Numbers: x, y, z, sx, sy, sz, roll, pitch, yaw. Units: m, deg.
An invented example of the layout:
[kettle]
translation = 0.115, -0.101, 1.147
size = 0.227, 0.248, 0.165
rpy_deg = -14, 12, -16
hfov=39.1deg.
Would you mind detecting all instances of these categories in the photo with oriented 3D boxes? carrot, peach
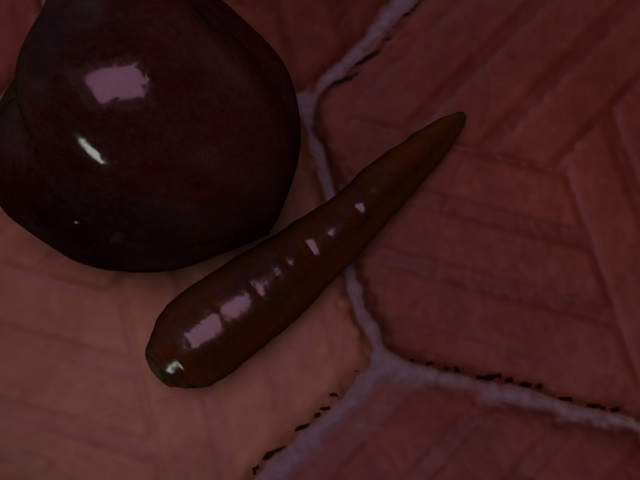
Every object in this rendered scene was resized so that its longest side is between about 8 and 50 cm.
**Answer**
[carrot]
translation = 0.000, 0.000, 0.468
size = 0.216, 0.048, 0.048
rpy_deg = -39, 79, -13
[peach]
translation = -0.080, -0.050, 0.433
size = 0.152, 0.152, 0.152
rpy_deg = 0, 77, 1
